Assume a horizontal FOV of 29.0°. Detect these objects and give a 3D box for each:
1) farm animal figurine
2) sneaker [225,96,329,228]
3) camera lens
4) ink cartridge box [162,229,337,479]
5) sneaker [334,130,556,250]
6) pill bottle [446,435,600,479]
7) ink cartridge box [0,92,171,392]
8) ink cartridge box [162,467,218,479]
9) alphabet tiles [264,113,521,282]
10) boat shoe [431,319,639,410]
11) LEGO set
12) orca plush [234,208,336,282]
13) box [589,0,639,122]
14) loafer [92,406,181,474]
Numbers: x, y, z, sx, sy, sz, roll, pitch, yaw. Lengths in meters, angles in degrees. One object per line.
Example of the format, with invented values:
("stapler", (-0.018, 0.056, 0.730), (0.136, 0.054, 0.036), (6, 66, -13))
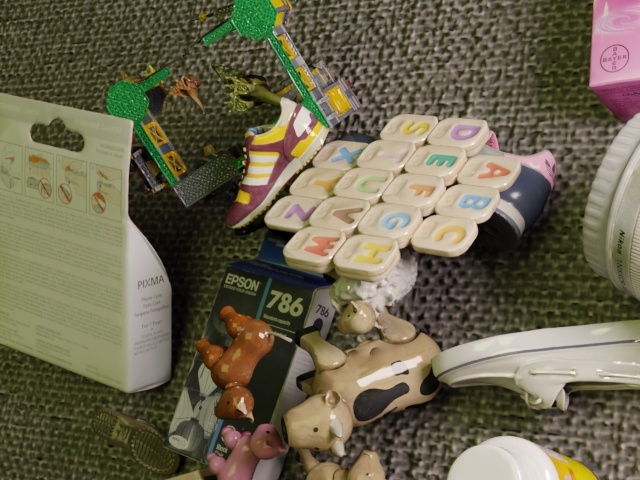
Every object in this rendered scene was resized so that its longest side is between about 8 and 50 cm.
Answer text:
("farm animal figurine", (0.020, 0.203, 1.458), (0.327, 0.330, 0.172), (-33, 39, -14))
("sneaker", (-0.075, -0.099, 1.570), (0.084, 0.069, 0.185), (40, 107, -8))
("camera lens", (0.437, -0.008, 1.258), (0.274, 0.219, 0.219), (25, 88, 37))
("ink cartridge box", (-0.082, 0.146, 1.649), (0.165, 0.065, 0.332), (13, 79, 37))
("sneaker", (0.156, -0.090, 1.568), (0.319, 0.112, 0.131), (25, 65, 38))
("pill bottle", (0.217, 0.273, 1.305), (0.117, 0.215, 0.117), (-12, 67, 30))
("ink cartridge box", (-0.345, -0.005, 1.766), (0.308, 0.091, 0.385), (14, 108, 37))
("ink cartridge box", (-0.196, 0.406, 1.577), (0.235, 0.088, 0.193), (-23, 74, 31))
("alphabet tiles", (0.080, -0.059, 1.459), (0.278, 0.021, 0.284), (10, 46, 35))
("boat shoe", (0.259, 0.149, 1.388), (0.267, 0.096, 0.088), (-8, 75, 10))
("LEGO set", (-0.107, -0.197, 1.691), (0.331, 0.192, 0.255), (-39, 93, 22))
("orca plush", (0.000, 0.000, 1.592), (0.287, 0.151, 0.102), (2, 74, 36))
("box", (0.435, -0.278, 1.424), (0.213, 0.117, 0.243), (-4, 71, 33))
("loafer", (-0.249, 0.276, 1.722), (0.148, 0.050, 0.056), (30, 94, 22))
